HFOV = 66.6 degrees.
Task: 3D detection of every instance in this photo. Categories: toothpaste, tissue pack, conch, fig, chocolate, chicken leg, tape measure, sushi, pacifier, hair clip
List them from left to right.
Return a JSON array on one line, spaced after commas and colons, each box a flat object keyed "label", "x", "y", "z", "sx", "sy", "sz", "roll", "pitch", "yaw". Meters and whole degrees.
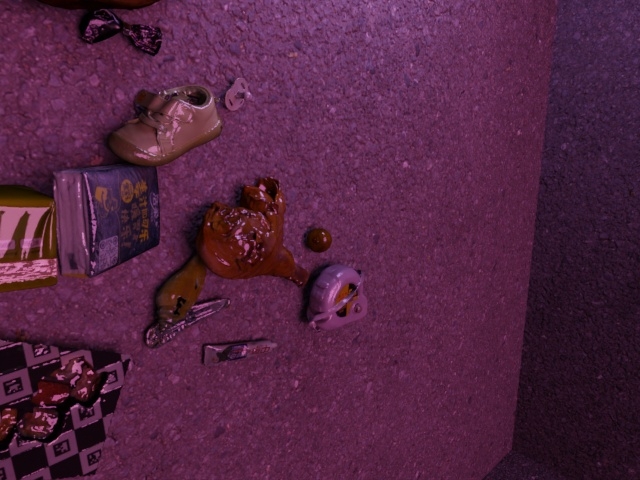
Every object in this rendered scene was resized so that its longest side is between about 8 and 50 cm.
[{"label": "tissue pack", "x": -0.592, "y": -0.004, "z": 0.772, "sx": 0.275, "sy": 0.200, "sz": 0.167, "roll": -7, "pitch": 107, "yaw": -42}, {"label": "sushi", "x": -0.568, "y": 0.346, "z": 0.988, "sx": 0.294, "sy": 0.059, "sz": 0.291, "roll": 21, "pitch": 85, "yaw": -45}, {"label": "tissue pack", "x": -0.395, "y": -0.051, "z": 0.934, "sx": 0.257, "sy": 0.081, "sz": 0.185, "roll": -60, "pitch": 154, "yaw": -76}, {"label": "chocolate", "x": -0.389, "y": -0.411, "z": 0.958, "sx": 0.147, "sy": 0.070, "sz": 0.072, "roll": -5, "pitch": 99, "yaw": -48}, {"label": "conch", "x": -0.331, "y": 0.128, "z": 1.154, "sx": 0.200, "sy": 0.080, "sz": 0.094, "roll": -52, "pitch": 150, "yaw": -32}, {"label": "hair clip", "x": -0.324, "y": 0.194, "z": 1.197, "sx": 0.229, "sy": 0.036, "sz": 0.065, "roll": -25, "pitch": 113, "yaw": -30}, {"label": "pacifier", "x": -0.189, "y": -0.344, "z": 1.166, "sx": 0.083, "sy": 0.064, "sz": 0.068, "roll": -58, "pitch": 150, "yaw": -16}, {"label": "toothpaste", "x": -0.214, "y": 0.299, "z": 1.331, "sx": 0.234, "sy": 0.038, "sz": 0.060, "roll": 1, "pitch": 98, "yaw": -41}, {"label": "chicken leg", "x": -0.136, "y": -0.009, "z": 1.256, "sx": 0.409, "sy": 0.182, "sz": 0.294, "roll": 36, "pitch": 60, "yaw": -50}, {"label": "fig", "x": 0.000, "y": 0.000, "z": 1.435, "sx": 0.088, "sy": 0.074, "sz": 0.073, "roll": 9, "pitch": 95, "yaw": -71}, {"label": "tape measure", "x": 0.053, "y": 0.171, "z": 1.492, "sx": 0.236, "sy": 0.120, "sz": 0.197, "roll": -13, "pitch": 115, "yaw": -46}]

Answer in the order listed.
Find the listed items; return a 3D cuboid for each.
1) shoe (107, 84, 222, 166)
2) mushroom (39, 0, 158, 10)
[{"label": "shoe", "x": -0.324, "y": -0.248, "z": 1.021, "sx": 0.262, "sy": 0.140, "sz": 0.128, "roll": -30, "pitch": 130, "yaw": -41}, {"label": "mushroom", "x": -0.373, "y": -0.526, "z": 0.783, "sx": 0.346, "sy": 0.259, "sz": 0.345, "roll": 1, "pitch": 82, "yaw": -9}]
